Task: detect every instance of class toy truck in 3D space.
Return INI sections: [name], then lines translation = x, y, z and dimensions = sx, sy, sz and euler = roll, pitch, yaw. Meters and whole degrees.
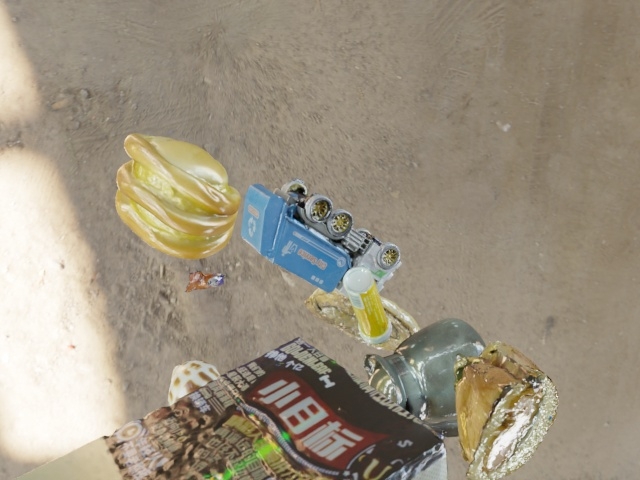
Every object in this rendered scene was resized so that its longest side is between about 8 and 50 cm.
[toy truck]
translation = 0.000, 0.000, 1.253
dimensions = 0.367, 0.146, 0.175
euler = 31, 93, -32

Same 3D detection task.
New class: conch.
[conch]
translation = -0.355, 0.478, 1.746
dimensions = 0.182, 0.149, 0.275
euler = -35, 78, -14

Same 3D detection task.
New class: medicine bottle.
[medicine bottle]
translation = 0.099, 0.137, 1.219
dimensions = 0.074, 0.074, 0.218
euler = -23, 143, -1

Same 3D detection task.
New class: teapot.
[teapot]
translation = 0.229, 0.336, 1.271
dimensions = 0.285, 0.305, 0.223
euler = -14, 138, -17

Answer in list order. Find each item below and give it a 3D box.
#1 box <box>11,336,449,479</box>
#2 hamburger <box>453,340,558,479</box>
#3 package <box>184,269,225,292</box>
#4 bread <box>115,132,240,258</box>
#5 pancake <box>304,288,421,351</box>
[box]
translation = -0.083, 0.201, 0.427
dimensions = 0.310, 0.198, 0.084
euler = -22, 115, -28
[hamburger]
translation = 0.188, 0.165, 0.619
dimensions = 0.087, 0.102, 0.176
euler = -5, 128, -6
[package]
translation = -0.312, 0.108, 1.599
dimensions = 0.110, 0.033, 0.077
euler = -3, 153, -25
[bread]
translation = -0.348, -0.102, 1.385
dimensions = 0.315, 0.211, 0.270
euler = 34, 143, 6
[pancake]
translation = 0.137, 0.245, 1.845
dimensions = 0.387, 0.387, 0.082
euler = 33, 61, -19
